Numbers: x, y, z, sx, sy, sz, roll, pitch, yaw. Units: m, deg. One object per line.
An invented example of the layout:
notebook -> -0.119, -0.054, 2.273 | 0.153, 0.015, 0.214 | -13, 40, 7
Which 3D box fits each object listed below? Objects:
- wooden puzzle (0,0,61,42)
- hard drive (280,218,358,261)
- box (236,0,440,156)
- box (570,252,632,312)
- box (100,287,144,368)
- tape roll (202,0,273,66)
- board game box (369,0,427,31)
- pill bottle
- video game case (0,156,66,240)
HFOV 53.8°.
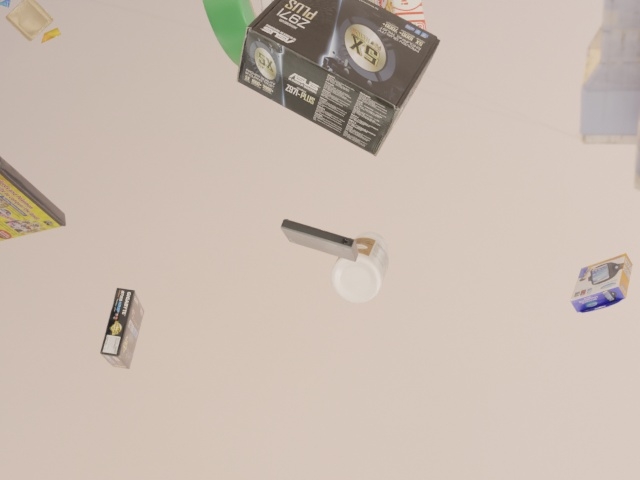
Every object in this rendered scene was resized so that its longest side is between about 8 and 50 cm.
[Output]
wooden puzzle -> -0.627, -0.478, 1.362 | 0.078, 0.116, 0.014 | -35, -147, -1
hard drive -> 0.000, 0.000, 1.156 | 0.135, 0.094, 0.022 | 17, -103, 13
box -> 0.022, -0.203, 0.709 | 0.180, 0.077, 0.147 | 29, -127, 3
box -> 0.462, 0.072, 1.037 | 0.081, 0.028, 0.136 | -27, -173, 38
box -> -0.528, 0.240, 1.690 | 0.051, 0.220, 0.175 | 10, -112, -5
tape roll -> -0.138, -0.511, 1.273 | 0.077, 0.321, 0.321 | -4, -133, 19
board game box -> 0.080, -0.323, 0.907 | 0.045, 0.146, 0.193 | -9, 180, -18
pill bottle -> 0.113, 0.060, 1.663 | 0.131, 0.131, 0.229 | -5, -161, 16
video game case -> -0.676, -0.064, 1.231 | 0.248, 0.275, 0.035 | -14, -111, -2
